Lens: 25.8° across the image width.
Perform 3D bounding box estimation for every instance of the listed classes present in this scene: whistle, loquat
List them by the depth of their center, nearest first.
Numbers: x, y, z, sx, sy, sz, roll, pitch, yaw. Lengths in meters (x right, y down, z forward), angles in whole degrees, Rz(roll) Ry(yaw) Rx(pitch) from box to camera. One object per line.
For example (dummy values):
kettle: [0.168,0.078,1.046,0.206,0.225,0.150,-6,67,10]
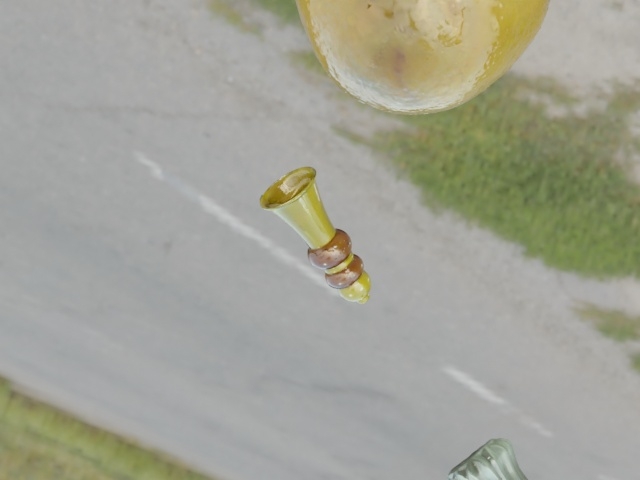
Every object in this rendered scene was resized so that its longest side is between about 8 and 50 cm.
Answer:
whistle: [-0.004,0.002,0.998,0.057,0.046,0.109,-3,130,40]
loquat: [0.103,-0.261,1.440,0.274,0.275,0.275,17,162,6]

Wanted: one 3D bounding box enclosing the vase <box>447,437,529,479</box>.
vase: [0.164,0.225,1.087,0.149,0.081,0.081,49,163,7]
